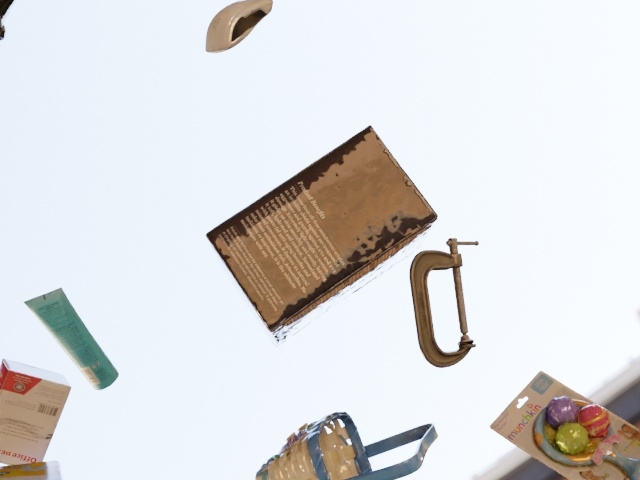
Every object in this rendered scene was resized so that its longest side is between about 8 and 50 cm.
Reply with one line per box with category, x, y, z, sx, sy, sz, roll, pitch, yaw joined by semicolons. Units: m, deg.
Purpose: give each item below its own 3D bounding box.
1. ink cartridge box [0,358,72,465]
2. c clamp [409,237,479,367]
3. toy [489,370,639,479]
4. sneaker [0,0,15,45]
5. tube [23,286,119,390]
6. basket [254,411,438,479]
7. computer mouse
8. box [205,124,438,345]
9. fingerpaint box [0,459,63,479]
ink cartridge box;-0.430;0.250;1.890;0.099;0.056;0.135;20;-84;-28
c clamp;0.155;0.071;1.554;0.022;0.160;0.137;-12;-14;42
toy;0.375;0.270;1.844;0.137;0.237;0.056;-40;-28;-34
sneaker;-0.371;-0.169;1.256;0.341;0.125;0.139;-51;-46;-12
tube;-0.427;0.171;2.292;0.080;0.052;0.207;-23;-61;15
basket;0.050;0.390;2.229;0.289;0.201;0.255;-17;0;14
computer mouse;-0.106;-0.336;1.900;0.193;0.106;0.042;-51;-55;-37
box;0.000;0.000;2.004;0.294;0.182;0.296;-33;-7;-6
fingerpaint box;-0.537;0.403;1.641;0.445;0.163;0.371;-3;2;-14
